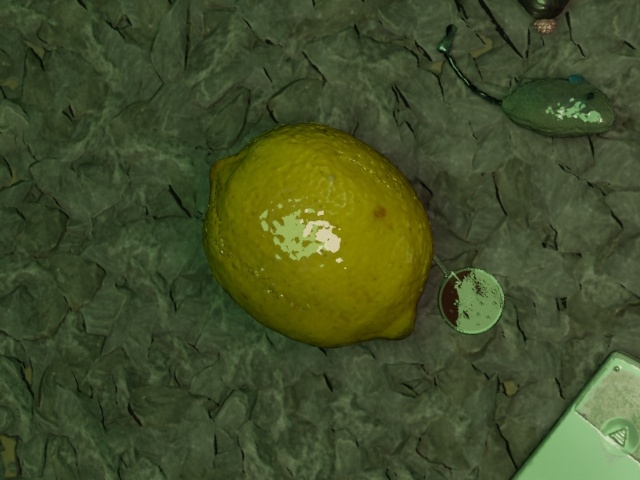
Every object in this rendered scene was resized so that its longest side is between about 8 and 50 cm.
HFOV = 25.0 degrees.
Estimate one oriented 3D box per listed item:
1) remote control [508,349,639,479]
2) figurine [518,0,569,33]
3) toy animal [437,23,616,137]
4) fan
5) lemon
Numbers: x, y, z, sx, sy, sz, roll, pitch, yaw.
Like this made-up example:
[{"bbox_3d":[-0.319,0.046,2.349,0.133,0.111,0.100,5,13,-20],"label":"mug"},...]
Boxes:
[{"bbox_3d":[0.307,0.298,1.723,0.145,0.050,0.344,40,101,15],"label":"remote control"},{"bbox_3d":[0.246,-0.312,1.754,0.129,0.054,0.072,41,109,17],"label":"figurine"},{"bbox_3d":[0.245,-0.179,1.754,0.253,0.070,0.079,26,62,29],"label":"toy animal"},{"bbox_3d":[0.172,0.057,1.797,0.085,0.005,0.133,-42,77,14],"label":"fan"},{"bbox_3d":[0.000,0.000,1.728,0.310,0.258,0.258,41,102,6],"label":"lemon"}]
